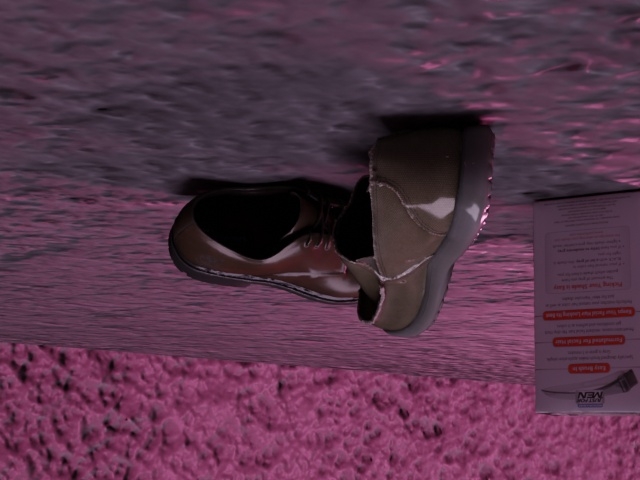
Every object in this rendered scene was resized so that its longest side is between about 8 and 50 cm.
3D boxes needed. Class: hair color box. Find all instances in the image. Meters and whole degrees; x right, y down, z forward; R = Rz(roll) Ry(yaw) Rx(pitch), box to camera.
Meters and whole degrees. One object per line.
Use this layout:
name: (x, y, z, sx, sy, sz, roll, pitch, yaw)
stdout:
hair color box: (0.217, 0.051, 1.008, 0.093, 0.167, 0.053, -5, 168, 33)

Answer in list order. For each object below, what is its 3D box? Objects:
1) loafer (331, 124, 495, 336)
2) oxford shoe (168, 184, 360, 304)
loafer: (0.052, -0.010, 0.895, 0.087, 0.094, 0.251, 10, 152, -3)
oxford shoe: (0.000, 0.000, 1.008, 0.227, 0.083, 0.096, 0, 161, -12)
